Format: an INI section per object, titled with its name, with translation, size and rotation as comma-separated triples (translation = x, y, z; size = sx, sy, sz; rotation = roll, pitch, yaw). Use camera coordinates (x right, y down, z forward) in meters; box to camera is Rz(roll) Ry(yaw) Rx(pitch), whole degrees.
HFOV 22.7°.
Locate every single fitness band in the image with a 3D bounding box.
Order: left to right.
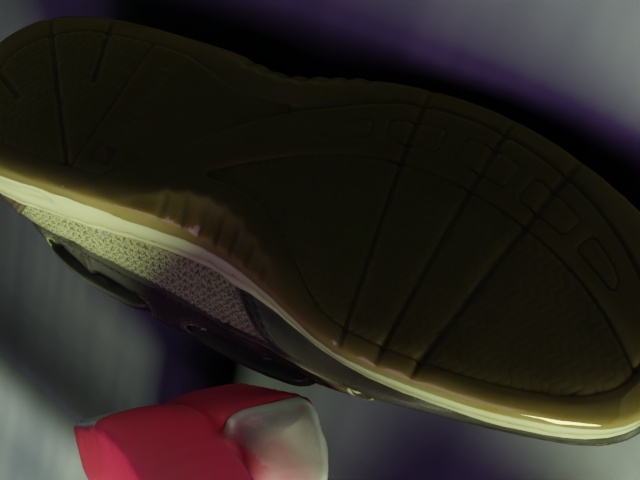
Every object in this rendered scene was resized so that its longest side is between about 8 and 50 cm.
[fitness band]
translation = -0.020, 0.149, 0.483
size = 0.291, 0.054, 0.209
rotation = 162, 95, -76

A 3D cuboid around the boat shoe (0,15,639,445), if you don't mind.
[boat shoe]
translation = -0.001, 0.001, 0.446
size = 0.224, 0.080, 0.073
rotation = 21, 156, 23
